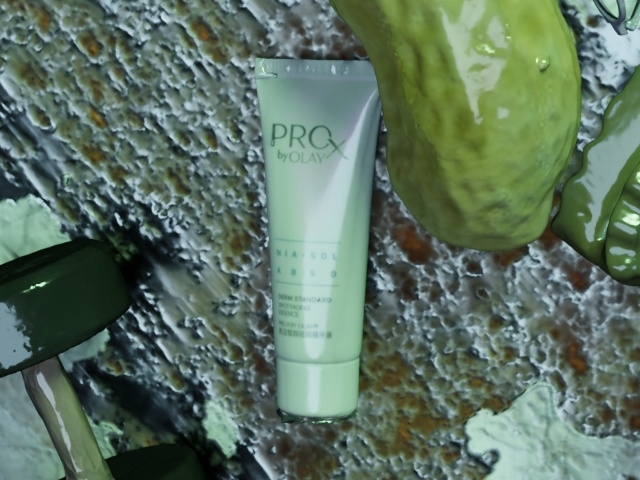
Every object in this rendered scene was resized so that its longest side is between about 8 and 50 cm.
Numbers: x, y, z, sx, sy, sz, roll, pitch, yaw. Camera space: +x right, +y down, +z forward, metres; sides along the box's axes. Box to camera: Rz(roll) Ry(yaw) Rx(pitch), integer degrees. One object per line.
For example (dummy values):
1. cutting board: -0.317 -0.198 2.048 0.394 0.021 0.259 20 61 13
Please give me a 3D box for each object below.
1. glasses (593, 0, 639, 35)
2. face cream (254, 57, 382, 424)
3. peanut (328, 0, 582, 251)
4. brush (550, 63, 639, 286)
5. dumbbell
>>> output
1. glasses: 0.200 -0.210 1.082 0.103 0.062 0.140 -28 98 -3
2. face cream: 0.000 0.000 1.179 0.092 0.058 0.244 3 100 18
3. peanut: 0.081 -0.140 1.076 0.149 0.149 0.313 -13 107 17
4. brush: 0.243 -0.112 1.072 0.071 0.084 0.301 17 109 -36
5. dumbbell: -0.176 0.121 1.202 0.152 0.152 0.218 -18 100 18
